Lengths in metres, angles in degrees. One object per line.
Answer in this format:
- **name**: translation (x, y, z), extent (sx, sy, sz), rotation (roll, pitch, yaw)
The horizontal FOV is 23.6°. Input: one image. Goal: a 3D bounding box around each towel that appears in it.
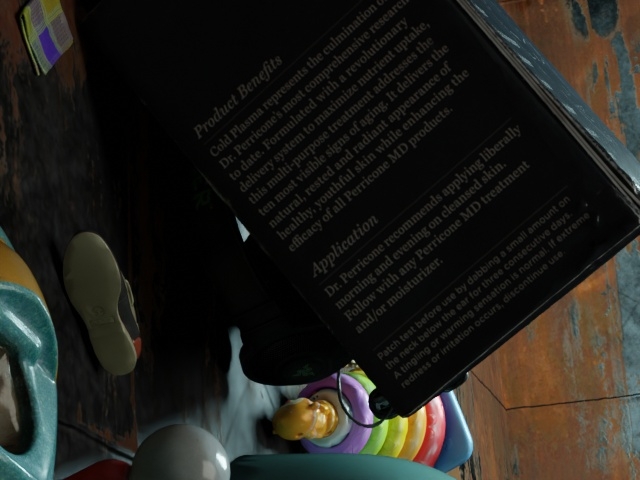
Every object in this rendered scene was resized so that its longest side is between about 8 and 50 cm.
- **towel**: translation (-0.233, -0.180, 1.303), extent (0.083, 0.009, 0.060), rotation (-69, 148, -63)

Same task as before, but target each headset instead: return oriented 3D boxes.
- **headset**: translation (0.001, 0.052, 1.667), extent (0.394, 0.185, 0.243), rotation (55, 20, -30)

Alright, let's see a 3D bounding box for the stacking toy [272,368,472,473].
- **stacking toy**: translation (0.031, 0.217, 1.835), extent (0.302, 0.175, 0.166), rotation (14, 47, -57)

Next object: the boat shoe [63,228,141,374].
- **boat shoe**: translation (-0.180, 0.047, 1.287), extent (0.043, 0.049, 0.137), rotation (-79, 158, -60)

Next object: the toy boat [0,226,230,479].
- **toy boat**: translation (-0.185, 0.108, 0.959), extent (0.318, 0.148, 0.267), rotation (50, 23, -49)

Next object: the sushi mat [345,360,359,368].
- **sushi mat**: translation (0.000, 0.000, 1.852), extent (0.151, 0.019, 0.317), rotation (7, 65, -37)

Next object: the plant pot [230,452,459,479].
- **plant pot**: translation (0.047, 0.353, 1.588), extent (0.293, 0.235, 0.293), rotation (-10, 90, -76)

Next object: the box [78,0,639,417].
- **box**: translation (0.085, -0.119, 1.544), extent (0.472, 0.297, 0.480), rotation (52, 13, 7)
